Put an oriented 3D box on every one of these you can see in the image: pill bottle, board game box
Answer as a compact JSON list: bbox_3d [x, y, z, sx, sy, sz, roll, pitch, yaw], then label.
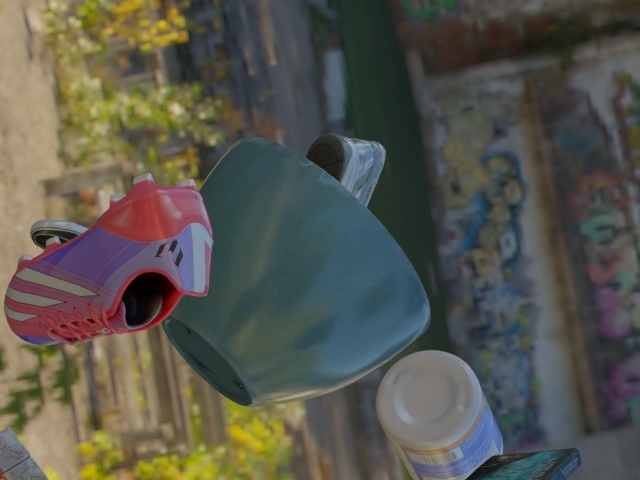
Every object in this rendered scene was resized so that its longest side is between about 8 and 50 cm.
[{"bbox_3d":[0.183,0.283,2.247,0.272,0.152,0.152,61,20,-56],"label":"pill bottle"},{"bbox_3d":[0.235,0.305,1.917,0.186,0.126,0.026,-24,102,-58],"label":"board game box"}]

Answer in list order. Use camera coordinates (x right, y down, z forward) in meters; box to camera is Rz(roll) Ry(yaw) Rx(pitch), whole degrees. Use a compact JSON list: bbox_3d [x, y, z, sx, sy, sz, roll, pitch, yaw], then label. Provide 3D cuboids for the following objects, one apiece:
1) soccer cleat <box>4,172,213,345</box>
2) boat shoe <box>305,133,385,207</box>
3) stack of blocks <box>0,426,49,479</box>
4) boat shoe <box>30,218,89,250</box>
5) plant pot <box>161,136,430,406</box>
[{"bbox_3d":[-0.160,0.038,1.121,0.083,0.248,0.095,8,61,-38],"label":"soccer cleat"},{"bbox_3d":[-0.001,-0.002,2.219,0.118,0.103,0.320,38,-64,43],"label":"boat shoe"},{"bbox_3d":[-0.431,0.338,1.819,0.087,0.297,0.171,50,42,8],"label":"stack of blocks"},{"bbox_3d":[-0.266,0.017,1.759,0.049,0.142,0.040,117,-11,-47],"label":"boat shoe"},{"bbox_3d":[-0.055,0.062,1.637,0.290,0.195,0.290,38,-21,18],"label":"plant pot"}]
